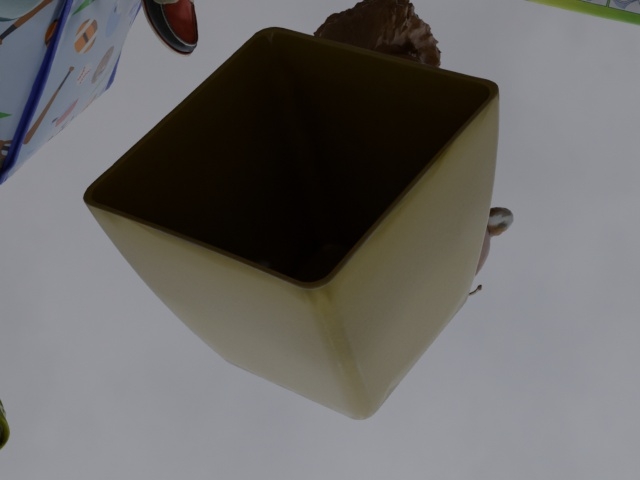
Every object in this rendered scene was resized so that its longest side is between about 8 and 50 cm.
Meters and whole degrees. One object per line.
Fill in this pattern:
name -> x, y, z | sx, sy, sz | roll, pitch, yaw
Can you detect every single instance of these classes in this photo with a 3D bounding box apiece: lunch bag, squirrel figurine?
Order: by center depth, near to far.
lunch bag -> -0.314, -0.314, 1.500 | 0.239, 0.385, 0.328 | 29, -150, -3
squirrel figurine -> 0.112, -0.099, 1.740 | 0.281, 0.370, 0.397 | -16, -118, 24

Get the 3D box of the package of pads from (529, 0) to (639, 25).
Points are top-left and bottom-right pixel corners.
package of pads -> 0.206, -0.261, 1.159 | 0.229, 0.101, 0.296 | 14, -163, 6

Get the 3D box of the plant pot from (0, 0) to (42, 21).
plant pot -> -0.352, -0.330, 1.016 | 0.334, 0.341, 0.341 | 15, -167, -36

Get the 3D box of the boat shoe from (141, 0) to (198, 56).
boat shoe -> -0.136, -0.233, 1.226 | 0.043, 0.137, 0.049 | -26, 167, 38

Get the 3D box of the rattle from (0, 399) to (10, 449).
rattle -> -0.278, 0.070, 0.794 | 0.143, 0.199, 0.130 | -18, -125, 3

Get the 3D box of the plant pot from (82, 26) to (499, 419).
plant pot -> 0.000, 0.000, 0.971 | 0.212, 0.187, 0.212 | 19, -127, 35
